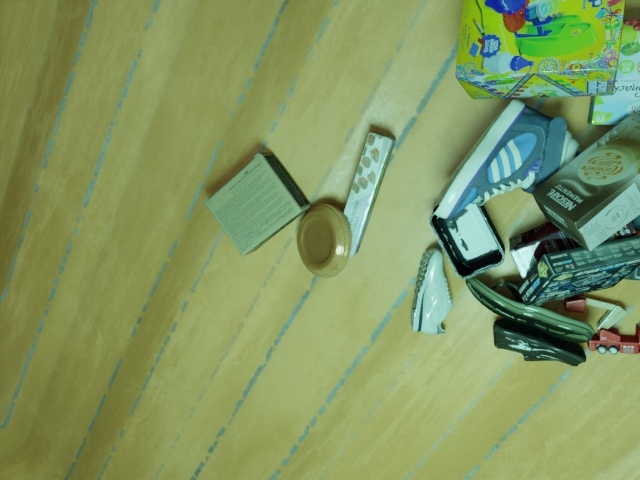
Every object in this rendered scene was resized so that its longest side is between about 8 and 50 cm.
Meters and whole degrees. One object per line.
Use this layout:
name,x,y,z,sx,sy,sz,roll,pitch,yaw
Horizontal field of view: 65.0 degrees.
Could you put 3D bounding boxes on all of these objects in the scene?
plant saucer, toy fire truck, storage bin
plant saucer,0.000,0.000,1.332,0.200,0.037,0.200,1,91,47
toy fire truck,0.676,0.195,1.174,0.192,0.047,0.135,-1,104,21
storage bin,0.358,-0.014,1.220,0.122,0.084,0.180,-27,94,24

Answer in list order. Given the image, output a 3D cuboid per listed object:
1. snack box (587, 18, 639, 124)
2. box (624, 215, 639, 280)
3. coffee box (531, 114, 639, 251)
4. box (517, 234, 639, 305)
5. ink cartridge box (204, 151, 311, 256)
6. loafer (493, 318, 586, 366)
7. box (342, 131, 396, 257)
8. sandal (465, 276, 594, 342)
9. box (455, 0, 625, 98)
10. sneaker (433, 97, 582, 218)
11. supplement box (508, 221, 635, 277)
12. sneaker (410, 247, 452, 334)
snack box,0.661,-0.342,1.031,0.174,0.070,0.207,5,107,20
box,0.741,-0.016,1.060,0.159,0.044,0.233,5,122,21
coffee box,0.578,-0.115,1.002,0.246,0.141,0.098,-40,125,8
box,0.560,0.068,1.080,0.220,0.175,0.051,-12,62,-3
ink cartridge box,-0.175,-0.100,1.394,0.234,0.088,0.193,-36,88,25
loafer,0.531,0.260,1.236,0.220,0.080,0.078,18,119,21
box,0.111,-0.117,1.296,0.063,0.067,0.324,22,109,14
sandal,0.495,0.151,1.203,0.302,0.120,0.086,22,77,21
box,0.434,-0.445,0.980,0.279,0.177,0.290,6,92,28
sneaker,0.428,-0.128,1.097,0.236,0.130,0.323,37,86,3
supplement box,0.550,-0.010,1.124,0.239,0.130,0.073,-27,93,23
sneaker,0.294,0.131,1.290,0.094,0.090,0.235,8,110,5
